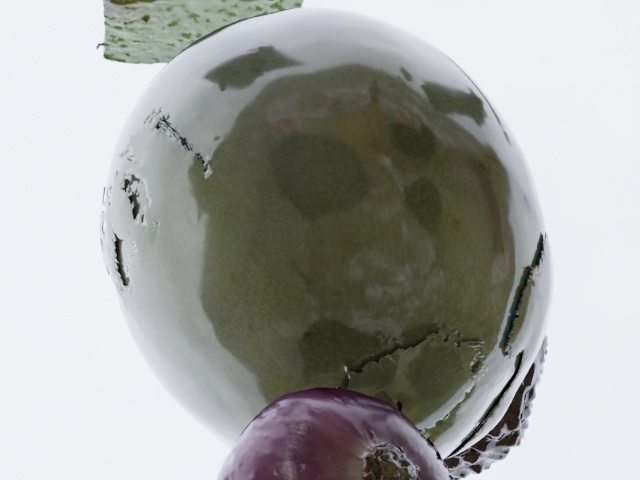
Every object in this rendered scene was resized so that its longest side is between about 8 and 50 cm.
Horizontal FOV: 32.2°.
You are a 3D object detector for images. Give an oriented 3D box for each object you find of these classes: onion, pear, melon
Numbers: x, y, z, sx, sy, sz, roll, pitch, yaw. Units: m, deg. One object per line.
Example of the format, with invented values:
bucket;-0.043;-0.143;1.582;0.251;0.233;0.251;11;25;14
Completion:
onion;0.006;0.122;0.489;0.115;0.104;0.115;27;-138;-26
pear;-0.130;-0.325;1.248;0.239;0.288;0.139;7;-119;-6
melon;0.000;0.000;0.683;0.269;0.330;0.268;-10;-50;-11

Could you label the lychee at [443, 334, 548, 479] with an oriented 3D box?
lychee;0.121;0.139;1.317;0.330;0.306;0.306;31;-100;-20
